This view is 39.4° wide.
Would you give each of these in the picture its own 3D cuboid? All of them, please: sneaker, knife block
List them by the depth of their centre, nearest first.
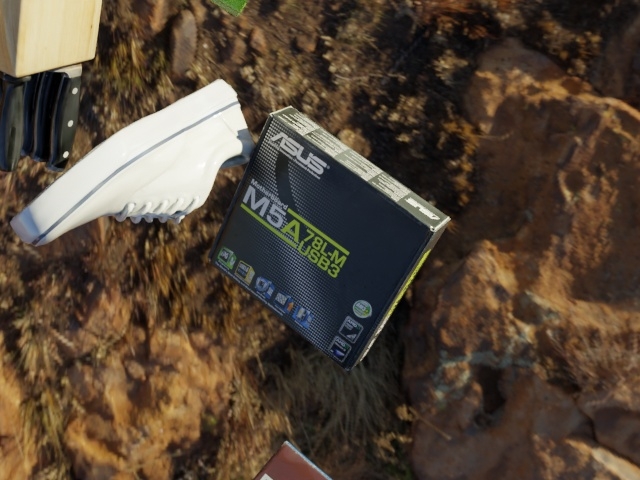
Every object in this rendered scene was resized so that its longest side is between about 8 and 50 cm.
[{"bbox_3d":[-0.222,-0.183,0.697,0.276,0.088,0.242,-20,99,36],"label":"knife block"},{"bbox_3d":[-0.145,-0.055,0.778,0.258,0.094,0.091,-40,100,-39],"label":"sneaker"}]

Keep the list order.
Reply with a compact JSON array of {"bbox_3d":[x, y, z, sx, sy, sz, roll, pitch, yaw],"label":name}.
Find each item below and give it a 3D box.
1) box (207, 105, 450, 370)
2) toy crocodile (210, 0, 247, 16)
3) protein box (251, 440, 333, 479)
[{"bbox_3d":[0.000,0.000,0.853,0.191,0.045,0.184,37,125,14],"label":"box"},{"bbox_3d":[-0.034,-0.385,0.913,0.115,0.105,0.340,25,122,-11],"label":"toy crocodile"},{"bbox_3d":[0.032,0.269,0.596,0.136,0.201,0.200,-49,151,-12],"label":"protein box"}]
